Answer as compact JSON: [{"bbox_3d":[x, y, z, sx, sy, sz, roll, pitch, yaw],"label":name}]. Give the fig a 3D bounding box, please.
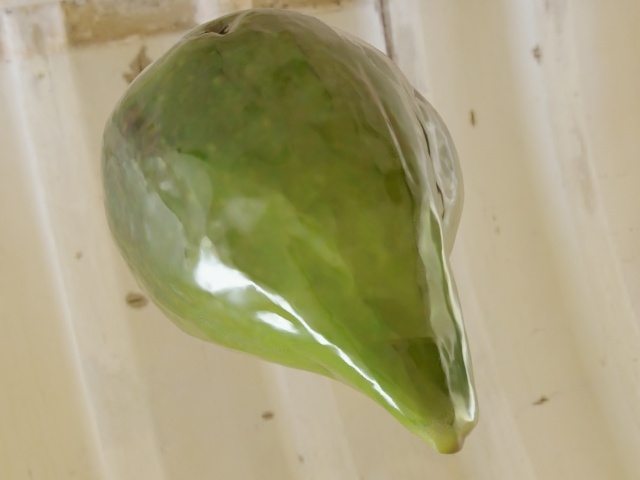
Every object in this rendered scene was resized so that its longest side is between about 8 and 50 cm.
[{"bbox_3d":[0.000,0.000,0.515,0.206,0.206,0.275,-13,-137,-18],"label":"fig"}]
